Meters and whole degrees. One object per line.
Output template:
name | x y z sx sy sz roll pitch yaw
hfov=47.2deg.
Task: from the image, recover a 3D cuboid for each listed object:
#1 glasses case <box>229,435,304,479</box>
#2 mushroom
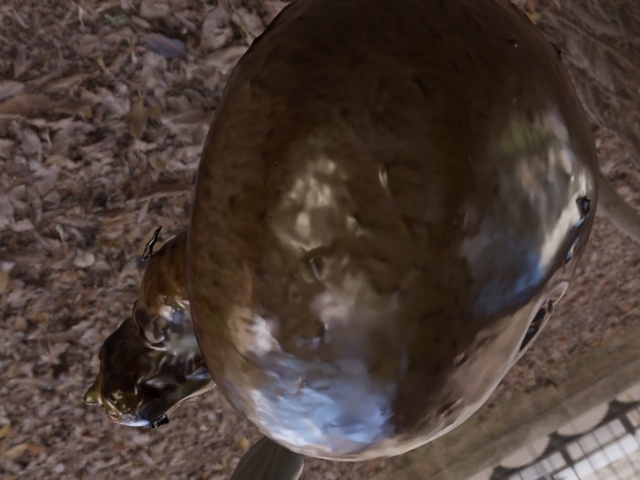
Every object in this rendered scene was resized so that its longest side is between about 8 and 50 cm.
glasses case | -0.115 0.444 1.233 0.128 0.083 0.308 -29 -169 20
mushroom | 0.018 -0.017 0.532 0.331 0.356 0.334 -17 112 -36
